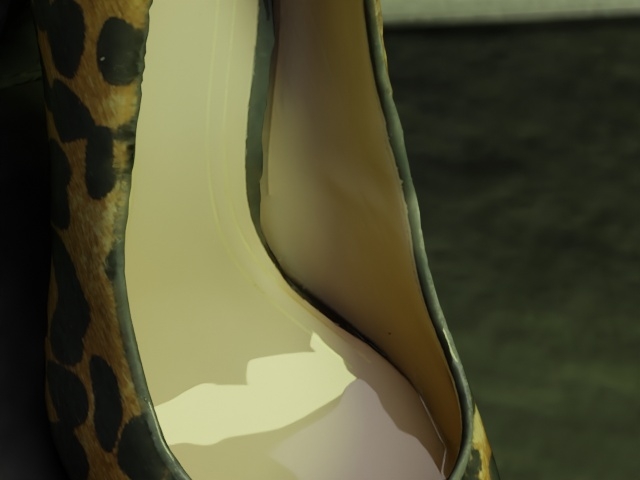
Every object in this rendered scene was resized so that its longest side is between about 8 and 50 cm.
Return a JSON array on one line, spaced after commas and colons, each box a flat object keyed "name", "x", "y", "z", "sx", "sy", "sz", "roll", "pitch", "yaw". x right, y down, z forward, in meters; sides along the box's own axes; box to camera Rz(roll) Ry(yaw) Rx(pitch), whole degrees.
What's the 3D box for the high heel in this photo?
[{"name": "high heel", "x": 0.000, "y": 0.000, "z": 0.403, "sx": 0.093, "sy": 0.186, "sz": 0.261, "roll": -25, "pitch": 79, "yaw": -29}]
